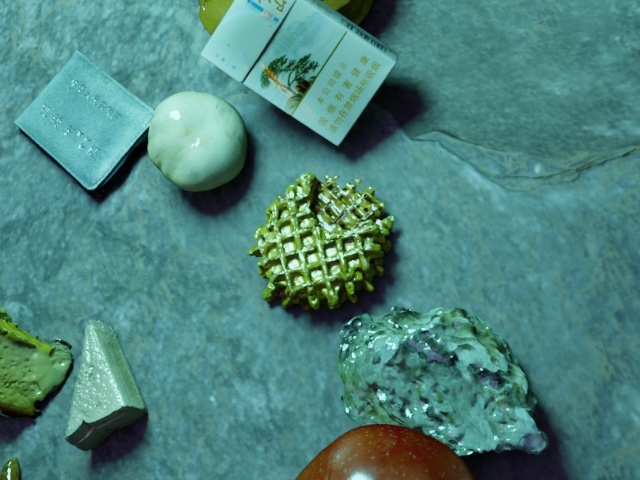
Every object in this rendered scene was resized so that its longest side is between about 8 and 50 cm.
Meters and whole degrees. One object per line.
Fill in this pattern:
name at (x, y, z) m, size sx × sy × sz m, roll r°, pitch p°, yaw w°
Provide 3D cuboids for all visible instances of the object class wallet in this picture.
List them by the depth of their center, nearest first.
wallet at (-0.361, -0.184, 1.706) m, size 0.222 × 0.036 × 0.167 m, roll 39°, pitch 87°, yaw 25°

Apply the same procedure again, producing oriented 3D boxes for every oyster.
oyster at (0.152, 0.175, 1.376) m, size 0.268 × 0.112 × 0.198 m, roll 0°, pitch 72°, yaw 15°

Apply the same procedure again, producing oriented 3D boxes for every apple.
apple at (0.074, 0.340, 1.268) m, size 0.260 × 0.260 × 0.216 m, roll -13°, pitch 45°, yaw 14°

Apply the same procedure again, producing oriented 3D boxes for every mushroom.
mushroom at (-0.181, -0.141, 1.593) m, size 0.154 × 0.122 × 0.154 m, roll 8°, pitch 67°, yaw -19°

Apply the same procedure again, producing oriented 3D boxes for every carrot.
carrot at (-0.433, 0.399, 1.530) m, size 0.047 × 0.047 × 0.191 m, roll -18°, pitch 62°, yaw 12°

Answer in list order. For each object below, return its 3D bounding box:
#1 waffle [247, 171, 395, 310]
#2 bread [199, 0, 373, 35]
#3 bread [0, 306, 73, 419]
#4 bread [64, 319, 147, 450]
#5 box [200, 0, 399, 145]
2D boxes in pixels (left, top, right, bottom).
waffle at (0.000, 0.000, 1.506) m, size 0.193 × 0.070 × 0.197 m, roll 9°, pitch 75°, yaw 21°
bread at (-0.049, -0.374, 1.612) m, size 0.270 × 0.142 × 0.195 m, roll -16°, pitch 70°, yaw 12°
bread at (-0.453, 0.171, 1.565) m, size 0.160 × 0.169 × 0.140 m, roll 32°, pitch 83°, yaw 10°
bread at (-0.321, 0.202, 1.539) m, size 0.105 × 0.077 × 0.152 m, roll -30°, pitch 64°, yaw 5°
box at (-0.028, -0.259, 1.521) m, size 0.233 × 0.067 × 0.149 m, roll 33°, pitch 111°, yaw -6°
